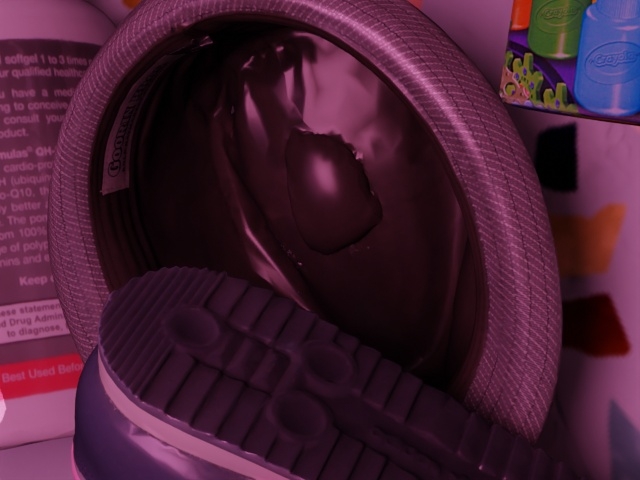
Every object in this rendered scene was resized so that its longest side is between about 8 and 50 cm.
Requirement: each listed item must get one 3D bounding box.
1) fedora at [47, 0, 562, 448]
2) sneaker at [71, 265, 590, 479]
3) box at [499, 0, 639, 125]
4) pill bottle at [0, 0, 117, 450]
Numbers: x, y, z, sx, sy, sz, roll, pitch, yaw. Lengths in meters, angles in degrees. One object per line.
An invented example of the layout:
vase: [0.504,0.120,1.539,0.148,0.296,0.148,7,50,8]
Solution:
fedora: [0.000,0.000,0.660,0.243,0.124,0.275,-28,91,24]
sneaker: [0.034,0.141,0.568,0.319,0.112,0.131,36,132,10]
box: [0.243,-0.159,0.449,0.290,0.177,0.279,12,98,37]
pill bottle: [-0.192,-0.040,0.793,0.176,0.176,0.319,-13,84,38]
